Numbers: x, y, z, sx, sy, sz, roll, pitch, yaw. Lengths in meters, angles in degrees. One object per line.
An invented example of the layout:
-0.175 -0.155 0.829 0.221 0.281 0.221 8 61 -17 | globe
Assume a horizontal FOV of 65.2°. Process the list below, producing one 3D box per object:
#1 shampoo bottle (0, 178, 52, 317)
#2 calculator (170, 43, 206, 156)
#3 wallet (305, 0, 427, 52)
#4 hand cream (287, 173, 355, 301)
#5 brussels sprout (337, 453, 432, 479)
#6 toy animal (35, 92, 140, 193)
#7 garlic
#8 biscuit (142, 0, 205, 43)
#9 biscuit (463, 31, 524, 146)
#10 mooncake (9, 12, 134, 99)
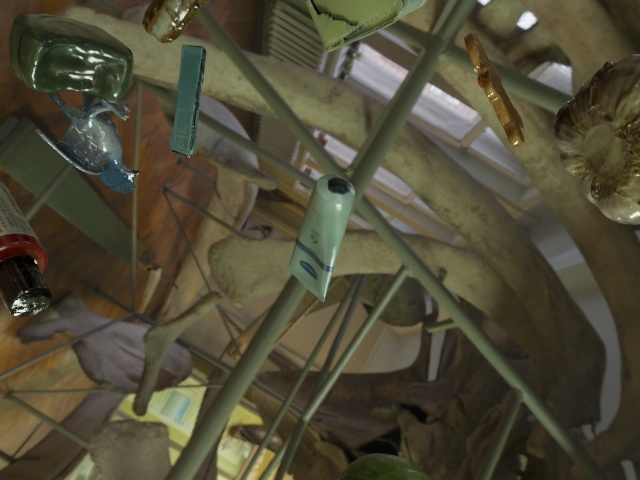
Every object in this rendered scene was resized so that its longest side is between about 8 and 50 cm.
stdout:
-0.505 0.007 0.789 0.104 0.278 0.104 -34 151 -22 | shampoo bottle
-0.211 -0.223 0.804 0.018 0.057 0.171 -11 115 -55 | calculator
0.001 -0.200 0.302 0.039 0.155 0.110 -32 -160 -16 | wallet
0.000 0.000 0.953 0.067 0.109 0.320 -38 159 -32 | hand cream
0.126 0.520 0.928 0.244 0.244 0.244 -59 180 0 | brussels sprout
-0.436 -0.201 0.950 0.176 0.255 0.239 -42 -152 20 | toy animal
0.460 -0.142 0.705 0.161 0.244 0.245 -16 167 -14 | garlic
-0.348 -0.667 1.312 0.332 0.103 0.331 -38 -145 33 | biscuit
0.363 -0.321 1.060 0.036 0.250 0.165 -25 -161 31 | biscuit
-0.390 -0.285 0.793 0.168 0.175 0.104 -105 -147 -62 | mooncake
